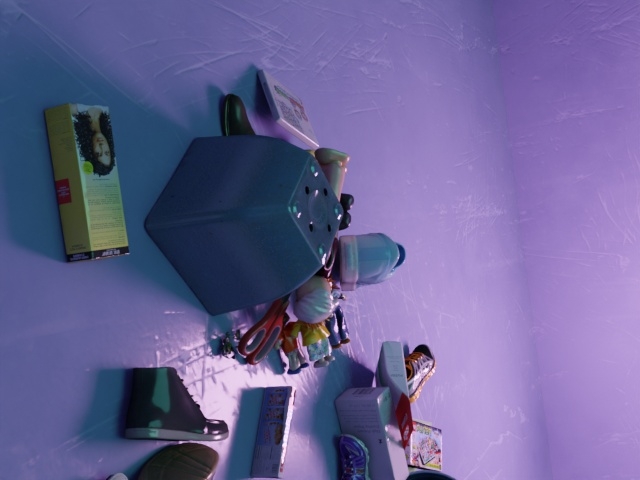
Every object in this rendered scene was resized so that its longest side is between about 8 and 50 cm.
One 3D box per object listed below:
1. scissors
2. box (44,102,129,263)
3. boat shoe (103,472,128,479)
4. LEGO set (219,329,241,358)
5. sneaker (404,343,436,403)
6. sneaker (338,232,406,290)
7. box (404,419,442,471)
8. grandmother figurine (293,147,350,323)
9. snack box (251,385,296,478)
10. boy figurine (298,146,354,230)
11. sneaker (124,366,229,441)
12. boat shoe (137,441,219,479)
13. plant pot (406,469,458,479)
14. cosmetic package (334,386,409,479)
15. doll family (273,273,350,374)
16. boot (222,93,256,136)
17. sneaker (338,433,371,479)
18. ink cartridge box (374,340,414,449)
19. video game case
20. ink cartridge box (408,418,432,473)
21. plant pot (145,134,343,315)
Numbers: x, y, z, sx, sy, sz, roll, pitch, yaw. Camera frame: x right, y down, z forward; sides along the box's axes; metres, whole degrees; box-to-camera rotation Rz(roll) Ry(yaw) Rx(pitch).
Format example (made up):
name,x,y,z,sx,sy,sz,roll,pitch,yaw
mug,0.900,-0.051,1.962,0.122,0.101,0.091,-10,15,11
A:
name,x,y,z,sx,sy,sz,roll,pitch,yaw
scissors,-0.067,0.110,1.542,0.297,0.021,0.109,-58,151,-4
box,-0.351,-0.086,1.198,0.087,0.058,0.232,-13,96,-61
boat shoe,-0.329,0.386,1.151,0.046,0.038,0.125,54,35,-11
LEGO set,-0.173,0.197,1.498,0.083,0.023,0.054,6,81,-74
sneaker,0.252,0.349,2.165,0.083,0.084,0.215,63,35,-23
sneaker,0.117,0.050,1.804,0.366,0.150,0.135,-7,96,-88
box,0.261,0.536,2.070,0.207,0.036,0.114,32,56,-54
grandmother figurine,0.000,0.000,1.604,0.208,0.104,0.342,74,22,-70
snack box,-0.091,0.373,1.554,0.022,0.064,0.178,41,49,-48
boy figurine,-0.026,-0.130,1.763,0.285,0.092,0.177,45,49,-51
sneaker,-0.225,0.272,1.316,0.222,0.083,0.118,25,62,-56
boat shoe,-0.246,0.417,1.243,0.285,0.102,0.092,-48,150,-68
plant pot,0.278,0.723,1.968,0.255,0.271,0.272,57,35,-64
cosmetic package,0.122,0.464,1.866,0.085,0.117,0.231,-27,105,-59
doll family,0.005,0.163,1.696,0.263,0.118,0.163,-35,113,-50
boot,-0.122,-0.191,1.582,0.082,0.106,0.219,-34,113,-59
sneaker,0.073,0.525,1.818,0.071,0.068,0.170,-28,109,-53
ink cartridge box,0.174,0.382,1.913,0.181,0.056,0.225,96,-7,-55
video game case,-0.069,-0.284,1.732,0.157,0.019,0.143,29,35,-54
ink cartridge box,0.243,0.598,2.120,0.171,0.056,0.235,29,57,-56
plant pot,-0.108,-0.038,1.426,0.247,0.252,0.248,60,37,-36
